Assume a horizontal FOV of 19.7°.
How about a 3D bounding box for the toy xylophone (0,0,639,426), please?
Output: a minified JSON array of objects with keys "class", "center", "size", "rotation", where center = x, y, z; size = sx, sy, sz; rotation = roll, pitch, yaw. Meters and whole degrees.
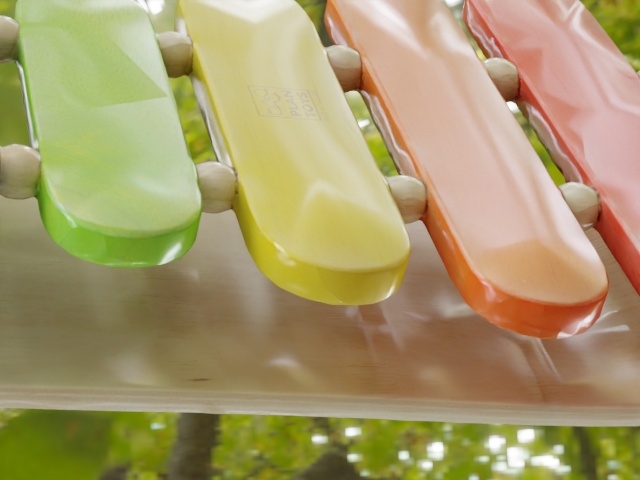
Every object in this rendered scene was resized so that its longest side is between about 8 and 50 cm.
[{"class":"toy xylophone","center":[0.000,0.000,0.499],"size":[0.323,0.236,0.081],"rotation":[-2,-56,-23]}]
